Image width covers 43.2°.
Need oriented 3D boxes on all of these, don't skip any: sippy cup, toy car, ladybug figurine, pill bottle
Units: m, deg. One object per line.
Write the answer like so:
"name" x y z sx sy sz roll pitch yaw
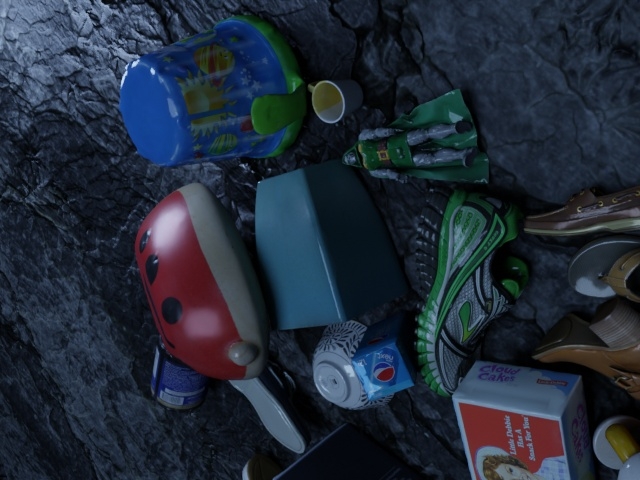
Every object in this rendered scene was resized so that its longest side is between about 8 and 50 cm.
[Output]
"sippy cup" -0.181 -0.220 1.265 0.305 0.224 0.240 -33 83 50
"toy car" 0.441 0.296 1.018 0.136 0.159 0.182 -28 101 7
"ladybug figurine" -0.212 0.075 1.377 0.449 0.161 0.305 -131 30 -57
"pill bottle" -0.277 0.239 1.657 0.122 0.122 0.219 36 130 25

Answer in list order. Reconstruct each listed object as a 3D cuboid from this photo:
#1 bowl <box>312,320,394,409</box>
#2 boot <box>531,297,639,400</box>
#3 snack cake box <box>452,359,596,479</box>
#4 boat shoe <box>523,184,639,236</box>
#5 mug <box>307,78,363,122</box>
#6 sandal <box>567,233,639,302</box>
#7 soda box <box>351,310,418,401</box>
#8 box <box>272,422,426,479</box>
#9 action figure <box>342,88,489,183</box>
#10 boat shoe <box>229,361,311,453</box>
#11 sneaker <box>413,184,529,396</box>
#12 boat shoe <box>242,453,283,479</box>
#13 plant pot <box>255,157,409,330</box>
"bowl" 0.040 0.228 1.387 0.170 0.080 0.170 19 120 36
"boot" 0.378 0.163 1.054 0.152 0.073 0.197 43 153 -3
"snack cake box" 0.291 0.304 1.126 0.152 0.089 0.264 5 124 36
"boat shoe" 0.338 -0.036 1.005 0.178 0.064 0.060 -7 87 40
"mug" 0.027 -0.218 1.201 0.062 0.064 0.078 -39 81 46
"sandal" 0.401 0.047 0.981 0.219 0.060 0.090 10 116 40
"soda box" 0.103 0.168 1.208 0.071 0.210 0.067 -24 92 12
"box" 0.106 0.571 1.393 0.395 0.212 0.294 31 128 28
"action figure" 0.120 -0.130 1.163 0.232 0.063 0.137 -3 110 47
"boat shoe" -0.095 0.291 1.544 0.254 0.079 0.095 44 135 22
"sneaker" 0.211 0.091 1.130 0.146 0.134 0.344 8 126 18
"boat shoe" -0.094 0.573 1.661 0.096 0.098 0.277 -27 91 45
"plant pot" 0.000 0.000 1.267 0.165 0.165 0.234 -13 95 45
